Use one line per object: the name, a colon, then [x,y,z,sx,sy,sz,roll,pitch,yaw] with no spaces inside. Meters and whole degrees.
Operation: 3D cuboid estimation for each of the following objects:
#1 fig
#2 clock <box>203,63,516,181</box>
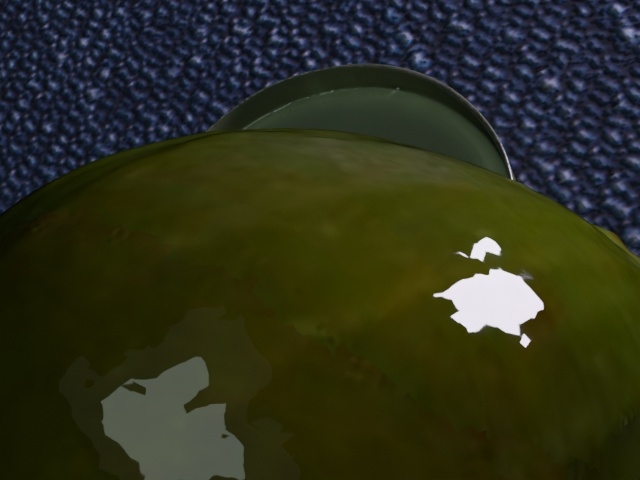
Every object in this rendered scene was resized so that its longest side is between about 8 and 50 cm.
fig: [0.006,0.086,0.466,0.316,0.316,0.316,-10,58,17]
clock: [0.000,0.000,0.665,0.235,0.029,0.235,-10,58,17]
